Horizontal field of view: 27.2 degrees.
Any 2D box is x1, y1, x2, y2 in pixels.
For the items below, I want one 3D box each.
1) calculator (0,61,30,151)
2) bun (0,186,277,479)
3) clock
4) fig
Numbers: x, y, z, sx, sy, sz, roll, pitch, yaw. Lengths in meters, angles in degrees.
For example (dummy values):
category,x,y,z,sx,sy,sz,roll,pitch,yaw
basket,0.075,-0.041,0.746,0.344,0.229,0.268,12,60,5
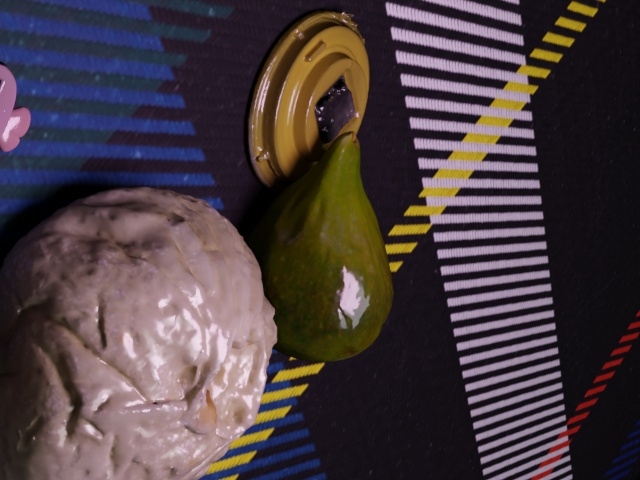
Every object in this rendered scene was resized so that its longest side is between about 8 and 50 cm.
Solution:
category,x,y,z,sx,sy,sz,roll,pitch,yaw
calculator,-0.320,-0.120,1.164,0.166,0.024,0.103,27,86,-58
bun,-0.184,0.131,1.343,0.352,0.227,0.349,-43,144,-33
clock,0.000,-0.163,1.614,0.237,0.057,0.237,-35,136,-43
fig,0.000,0.000,1.596,0.206,0.206,0.275,-19,123,-52
